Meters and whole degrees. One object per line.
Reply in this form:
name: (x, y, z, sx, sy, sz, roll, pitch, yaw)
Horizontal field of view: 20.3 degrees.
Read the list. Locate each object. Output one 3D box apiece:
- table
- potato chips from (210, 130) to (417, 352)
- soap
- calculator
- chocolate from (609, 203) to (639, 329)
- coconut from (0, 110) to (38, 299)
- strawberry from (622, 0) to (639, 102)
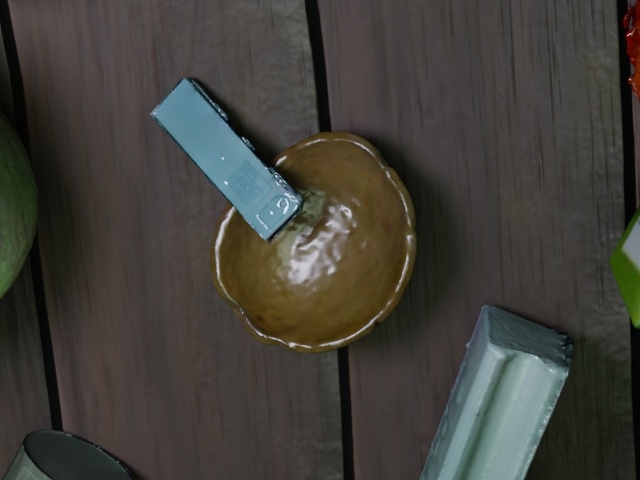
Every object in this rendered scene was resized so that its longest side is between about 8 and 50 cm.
table: (-0.281, 0.308, 1.736, 0.126, 0.126, 0.220, 28, 104, -4)
potato chips: (0.000, 0.001, 1.662, 0.195, 0.062, 0.208, 9, 92, 18)
soap: (0.149, 0.200, 1.668, 0.094, 0.150, 0.261, 21, 105, 4)
calculator: (-0.085, -0.076, 1.648, 0.057, 0.018, 0.172, -46, 76, 12)
chocolate: (0.434, -0.027, 1.558, 0.289, 0.137, 0.300, 21, 108, -24)
coconut: (-0.410, -0.035, 1.582, 0.328, 0.328, 0.281, -43, 57, 13)
strawberry: (0.330, -0.186, 1.597, 0.121, 0.082, 0.188, -8, 95, -14)
